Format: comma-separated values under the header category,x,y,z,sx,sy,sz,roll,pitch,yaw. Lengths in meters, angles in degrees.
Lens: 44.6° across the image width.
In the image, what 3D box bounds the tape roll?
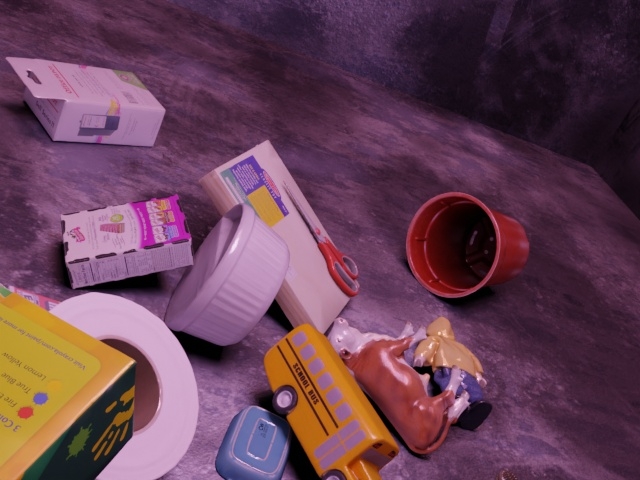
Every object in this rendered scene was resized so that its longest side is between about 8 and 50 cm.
category,x,y,z,sx,sy,sz,roll,pitch,yaw
tape roll,-0.315,0.223,1.114,0.286,0.100,0.286,33,41,-35

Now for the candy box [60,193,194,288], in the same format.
category,x,y,z,sx,sy,sz,roll,pitch,yaw
candy box,-0.375,-0.001,1.514,0.233,0.071,0.159,-10,39,-14

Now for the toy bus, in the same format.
category,x,y,z,sx,sy,sz,roll,pitch,yaw
toy bus,0.022,0.307,1.317,0.332,0.130,0.108,54,5,39

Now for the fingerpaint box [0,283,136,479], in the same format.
category,x,y,z,sx,sy,sz,roll,pitch,yaw
fingerpaint box,-0.488,0.190,0.828,0.445,0.163,0.371,25,42,14

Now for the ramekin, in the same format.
category,x,y,z,sx,sy,sz,roll,pitch,yaw
ramekin,-0.168,0.073,1.468,0.127,0.273,0.273,33,25,-16

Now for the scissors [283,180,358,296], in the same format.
category,x,y,z,sx,sy,sz,roll,pitch,yaw
scissors,0.000,0.000,1.739,0.297,0.021,0.109,52,31,-21

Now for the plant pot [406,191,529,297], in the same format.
category,x,y,z,sx,sy,sz,roll,pitch,yaw
plant pot,0.416,0.018,2.105,0.265,0.272,0.272,5,34,-52

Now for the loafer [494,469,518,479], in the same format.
category,x,y,z,sx,sy,sz,roll,pitch,yaw
loafer,0.358,0.496,1.425,0.056,0.050,0.148,5,50,-31

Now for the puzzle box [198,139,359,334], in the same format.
category,x,y,z,sx,sy,sz,roll,pitch,yaw
puzzle box,-0.077,-0.008,1.698,0.409,0.052,0.272,58,28,-6

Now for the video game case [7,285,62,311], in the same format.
category,x,y,z,sx,sy,sz,roll,pitch,yaw
video game case,-0.366,0.186,1.258,0.285,0.025,0.204,26,22,-39

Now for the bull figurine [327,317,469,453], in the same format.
category,x,y,z,sx,sy,sz,roll,pitch,yaw
bull figurine,0.150,0.260,1.523,0.188,0.101,0.310,-34,76,-16

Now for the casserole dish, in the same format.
category,x,y,z,sx,sy,sz,roll,pitch,yaw
casserole dish,-0.103,0.340,1.295,0.114,0.037,0.188,27,26,-2

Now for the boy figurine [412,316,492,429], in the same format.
category,x,y,z,sx,sy,sz,roll,pitch,yaw
boy figurine,0.271,0.270,1.692,0.177,0.092,0.285,16,28,-21

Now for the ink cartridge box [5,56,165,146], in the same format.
category,x,y,z,sx,sy,sz,roll,pitch,yaw
ink cartridge box,-0.597,-0.344,1.955,0.353,0.119,0.207,-2,39,-45
